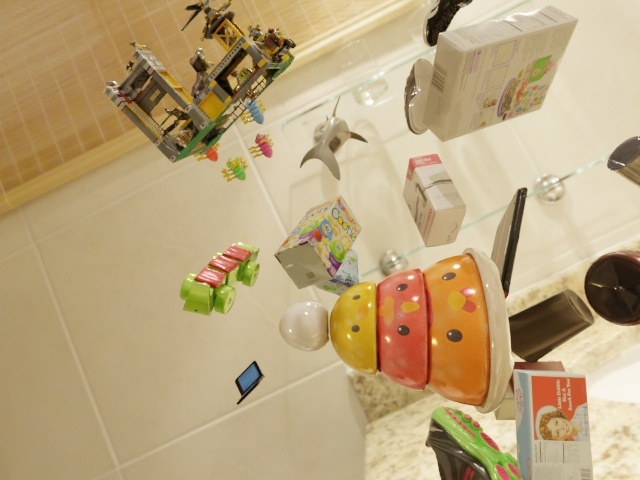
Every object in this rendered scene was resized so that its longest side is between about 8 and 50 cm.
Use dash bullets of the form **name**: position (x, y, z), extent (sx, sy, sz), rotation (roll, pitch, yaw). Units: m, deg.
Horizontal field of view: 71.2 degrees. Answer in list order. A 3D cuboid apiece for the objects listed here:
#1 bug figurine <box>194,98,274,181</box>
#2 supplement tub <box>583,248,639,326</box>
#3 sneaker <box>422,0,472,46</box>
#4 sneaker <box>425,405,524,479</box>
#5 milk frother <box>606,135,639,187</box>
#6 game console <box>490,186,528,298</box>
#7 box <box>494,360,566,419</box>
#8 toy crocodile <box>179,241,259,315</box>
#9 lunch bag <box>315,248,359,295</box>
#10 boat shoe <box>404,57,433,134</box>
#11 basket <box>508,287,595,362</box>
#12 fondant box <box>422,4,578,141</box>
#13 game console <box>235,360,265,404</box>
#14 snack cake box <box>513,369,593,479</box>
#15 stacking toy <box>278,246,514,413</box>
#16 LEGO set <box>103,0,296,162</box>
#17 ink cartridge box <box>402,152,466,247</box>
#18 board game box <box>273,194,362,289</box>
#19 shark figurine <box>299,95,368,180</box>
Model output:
- **bug figurine**: position (-0.252, -0.310, 1.410), extent (0.279, 0.072, 0.216), rotation (-42, -50, -11)
- **supplement tub**: position (0.488, 0.063, 0.648), extent (0.197, 0.106, 0.106), rotation (-1, -19, -26)
- **sneaker**: position (0.399, -0.711, 1.384), extent (0.079, 0.121, 0.217), rotation (7, -68, -29)
- **sneaker**: position (0.491, 0.728, 1.361), extent (0.185, 0.483, 0.202), rotation (14, -73, -25)
- **milk frother**: position (0.713, -0.179, 0.934), extent (0.143, 0.134, 0.129), rotation (-62, 8, -18)
- **game console**: position (0.643, 0.054, 1.553), extent (0.060, 0.387, 0.342), rotation (14, -19, 13)
- **box**: position (0.686, 0.493, 1.473), extent (0.232, 0.127, 0.149), rotation (-3, 37, 8)
- **toy crocodile**: position (-0.230, 0.078, 1.071), extent (0.340, 0.115, 0.105), rotation (-54, -20, -63)
- **lunch bag**: position (0.056, 0.105, 1.727), extent (0.219, 0.176, 0.090), rotation (-83, 18, -50)
- **boat shoe**: position (0.371, -0.528, 1.693), extent (0.112, 0.335, 0.095), rotation (13, -21, -11)
- **basket**: position (0.713, 0.262, 1.405), extent (0.204, 0.154, 0.227), rotation (20, -49, -30)
- **fondant box**: position (0.425, -0.403, 1.088), extent (0.330, 0.096, 0.238), rotation (-20, -38, -15)
- **game console**: position (-0.269, 0.514, 1.622), extent (0.122, 0.071, 0.107), rotation (-47, -4, 11)
- **snack cake box**: position (0.580, 0.466, 1.125), extent (0.152, 0.264, 0.089), rotation (3, -11, 0)
- **stacking toy**: position (0.143, 0.200, 0.995), extent (0.479, 0.351, 0.350), rotation (-3, -7, 6)
- **LEGO set**: position (-0.221, -0.307, 0.806), extent (0.331, 0.192, 0.255), rotation (-38, 11, 28)
- **ink cartridge box**: position (0.315, -0.113, 1.266), extent (0.092, 0.218, 0.159), rotation (-11, -38, -8)
- **board game box**: position (0.000, 0.000, 1.397), extent (0.144, 0.142, 0.275), rotation (-21, 22, 35)
- **shark figurine**: position (0.049, -0.228, 1.003), extent (0.278, 0.116, 0.166), rotation (-72, 6, -73)
